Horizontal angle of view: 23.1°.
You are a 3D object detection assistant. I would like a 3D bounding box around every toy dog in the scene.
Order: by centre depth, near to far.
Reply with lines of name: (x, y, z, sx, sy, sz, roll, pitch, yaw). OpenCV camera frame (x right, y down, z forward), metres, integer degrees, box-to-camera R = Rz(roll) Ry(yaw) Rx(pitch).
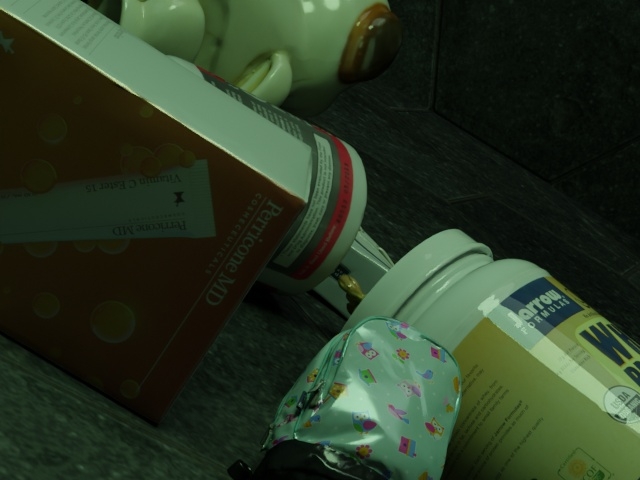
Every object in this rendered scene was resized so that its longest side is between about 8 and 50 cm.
toy dog: (-0.107, -0.282, 1.876, 0.408, 0.395, 0.284, 12, 15, -37)

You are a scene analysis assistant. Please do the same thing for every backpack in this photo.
backpack: (0.034, 0.148, 1.168, 0.152, 0.115, 0.182, 36, 41, -11)

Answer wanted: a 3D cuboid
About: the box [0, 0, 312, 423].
box: (-0.206, -0.056, 1.200, 0.345, 0.215, 0.168, 32, 14, -8)

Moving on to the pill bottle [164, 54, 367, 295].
pill bottle: (-0.123, -0.074, 1.531, 0.318, 0.176, 0.176, 24, 17, -36)

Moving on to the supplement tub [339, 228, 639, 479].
supplement tub: (0.177, 0.158, 1.324, 0.316, 0.228, 0.228, 39, 15, 21)

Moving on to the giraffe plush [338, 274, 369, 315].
giraffe plush: (0.099, 0.099, 1.568, 0.210, 0.181, 0.170, -8, 17, -15)

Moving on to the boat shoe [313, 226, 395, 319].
boat shoe: (0.000, 0.000, 1.744, 0.267, 0.096, 0.088, 37, 10, 7)
